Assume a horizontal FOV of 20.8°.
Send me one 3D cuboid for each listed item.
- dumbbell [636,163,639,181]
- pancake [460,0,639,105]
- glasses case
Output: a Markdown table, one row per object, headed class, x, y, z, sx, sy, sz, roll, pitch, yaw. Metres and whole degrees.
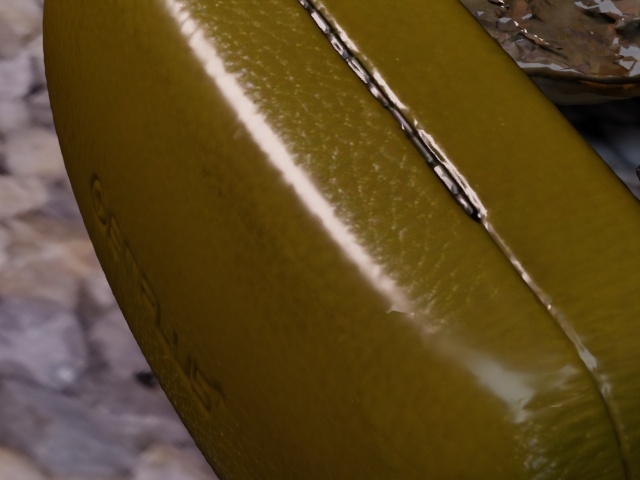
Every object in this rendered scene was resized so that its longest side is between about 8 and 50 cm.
| class | x | y | z | sx | sy | sz | roll | pitch | yaw |
| --- | --- | --- | --- | --- | --- | --- | --- | --- | --- |
| dumbbell | 0.155 | 0.022 | 0.709 | 0.069 | 0.069 | 0.147 | -8 | 48 | -8 |
| pancake | 0.107 | -0.199 | 0.906 | 0.382 | 0.071 | 0.382 | 1 | 49 | -1 |
| glasses case | 0.000 | 0.000 | 0.654 | 0.141 | 0.173 | 0.371 | -19 | 49 | -19 |
